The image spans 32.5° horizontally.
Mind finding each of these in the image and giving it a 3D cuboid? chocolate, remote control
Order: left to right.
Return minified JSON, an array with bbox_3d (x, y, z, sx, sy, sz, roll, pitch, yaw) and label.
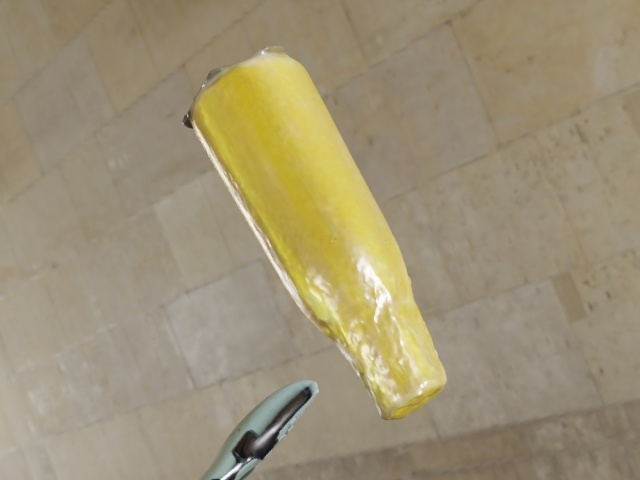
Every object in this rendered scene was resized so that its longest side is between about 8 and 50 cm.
[{"bbox_3d":[-0.091,0.227,1.120,0.256,0.045,0.097,-44,-8,-34],"label":"remote control"},{"bbox_3d":[0.000,0.000,1.255,0.162,0.445,0.162,-25,-19,-9],"label":"chocolate"}]
